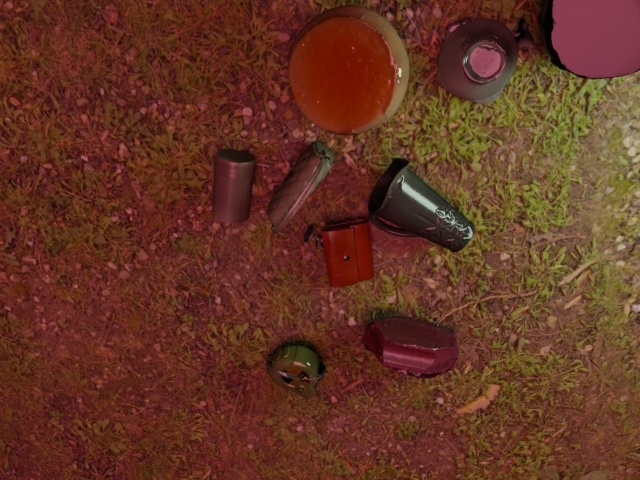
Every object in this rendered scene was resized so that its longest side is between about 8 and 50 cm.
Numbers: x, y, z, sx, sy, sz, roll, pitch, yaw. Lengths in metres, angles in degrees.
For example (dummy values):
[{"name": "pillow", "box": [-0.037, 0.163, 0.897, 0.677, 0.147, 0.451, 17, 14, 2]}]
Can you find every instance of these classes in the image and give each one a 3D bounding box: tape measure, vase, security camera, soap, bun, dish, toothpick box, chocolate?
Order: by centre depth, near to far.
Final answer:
[{"name": "chocolate", "box": [0.633, -0.514, 1.118, 0.283, 0.186, 0.283, 6, 119, 10]}, {"name": "bun", "box": [0.075, -0.409, 1.211, 0.299, 0.165, 0.299, 10, 122, 17]}, {"name": "dish", "box": [0.407, -0.448, 1.220, 0.246, 0.078, 0.224, -28, 109, 15]}, {"name": "vase", "box": [0.272, -0.075, 1.374, 0.301, 0.156, 0.251, 30, 141, -17]}, {"name": "toothpick box", "box": [-0.242, -0.151, 1.377, 0.111, 0.111, 0.180, 9, 116, -1]}, {"name": "security camera", "box": [0.000, 0.000, 1.469, 0.092, 0.058, 0.058, 28, 114, -18]}, {"name": "soap", "box": [0.274, 0.321, 1.527, 0.289, 0.182, 0.112, 14, 111, -3]}, {"name": "tape measure", "box": [-0.078, 0.420, 1.636, 0.200, 0.106, 0.175, 30, 127, -8]}]

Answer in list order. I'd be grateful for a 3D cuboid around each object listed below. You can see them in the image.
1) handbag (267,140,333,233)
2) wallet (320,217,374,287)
[{"name": "handbag", "box": [-0.058, -0.136, 1.314, 0.079, 0.219, 0.256, 33, 111, -14]}, {"name": "wallet", "box": [0.083, 0.039, 1.464, 0.142, 0.045, 0.204, -11, 121, -3]}]
